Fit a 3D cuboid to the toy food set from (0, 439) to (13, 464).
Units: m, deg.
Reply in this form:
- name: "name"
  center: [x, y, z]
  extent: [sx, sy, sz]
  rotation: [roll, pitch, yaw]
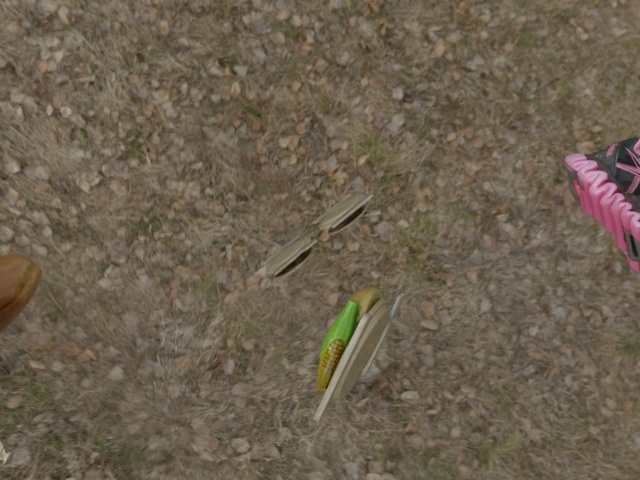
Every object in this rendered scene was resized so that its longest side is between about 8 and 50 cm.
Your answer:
- name: "toy food set"
  center: [-0.508, 0.316, 0.849]
  extent: [0.122, 0.019, 0.078]
  rotation: [26, 73, 27]

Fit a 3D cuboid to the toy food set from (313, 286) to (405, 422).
- name: "toy food set"
  center: [0.033, 0.109, 0.614]
  extent: [0.038, 0.192, 0.132]
  rotation: [27, 99, 16]

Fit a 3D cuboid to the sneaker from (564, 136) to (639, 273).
- name: "sneaker"
  center: [0.189, -0.019, 0.323]
  extent: [0.057, 0.047, 0.119]
  rotation: [-24, 44, 8]

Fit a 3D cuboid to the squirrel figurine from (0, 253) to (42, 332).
- name: "squirrel figurine"
  center: [-0.389, 0.230, 0.438]
  extent: [0.397, 0.281, 0.370]
  rotation: [-51, 53, 14]

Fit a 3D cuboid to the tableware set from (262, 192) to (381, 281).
- name: "tableware set"
  center: [0.000, 0.000, 0.886]
  extent: [0.194, 0.128, 0.039]
  rotation: [-39, 102, -8]
